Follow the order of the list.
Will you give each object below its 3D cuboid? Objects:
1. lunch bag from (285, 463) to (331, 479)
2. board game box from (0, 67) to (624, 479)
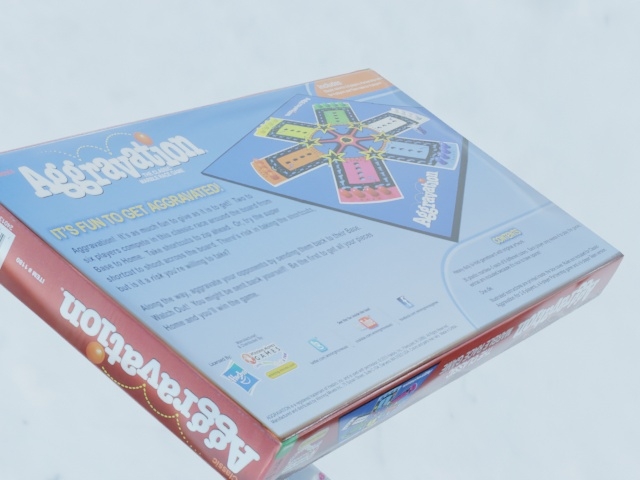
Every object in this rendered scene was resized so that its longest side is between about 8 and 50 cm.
[{"bbox_3d":[-0.013,0.146,0.793,0.071,0.053,0.083,41,65,-2],"label":"lunch bag"},{"bbox_3d":[0.000,0.000,0.677,0.145,0.281,0.027,39,118,18],"label":"board game box"}]
